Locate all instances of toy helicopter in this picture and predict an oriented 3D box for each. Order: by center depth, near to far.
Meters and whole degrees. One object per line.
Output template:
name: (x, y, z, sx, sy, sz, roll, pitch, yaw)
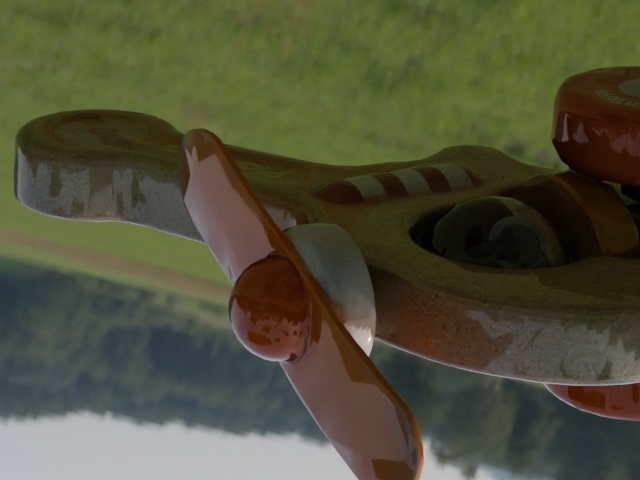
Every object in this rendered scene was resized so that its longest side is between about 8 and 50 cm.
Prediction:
toy helicopter: (0.000, 0.000, 0.754, 0.355, 0.140, 0.235, 14, -154, 29)
